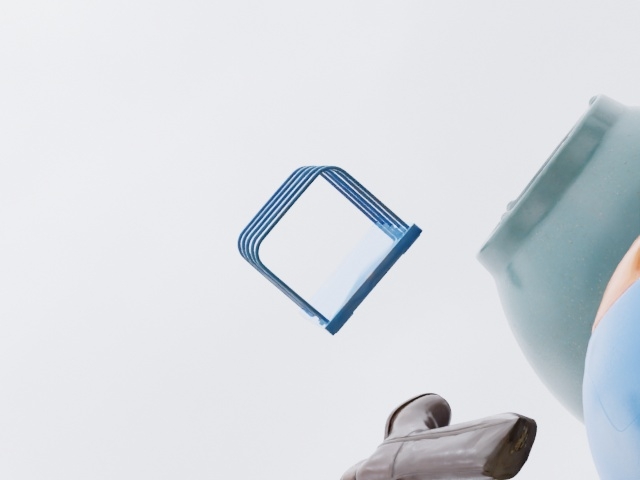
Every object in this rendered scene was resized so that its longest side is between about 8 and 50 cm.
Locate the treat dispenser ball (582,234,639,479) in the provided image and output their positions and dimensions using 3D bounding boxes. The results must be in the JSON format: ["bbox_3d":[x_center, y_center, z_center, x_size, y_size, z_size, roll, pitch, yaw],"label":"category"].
[{"bbox_3d":[0.295,0.089,1.015,0.288,0.288,0.288,-19,-56,-29],"label":"treat dispenser ball"}]

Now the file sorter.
[{"bbox_3d":[0.000,0.000,1.578,0.104,0.170,0.118,42,-94,-7],"label":"file sorter"}]

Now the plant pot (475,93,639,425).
[{"bbox_3d":[0.254,0.002,1.469,0.293,0.196,0.293,-52,-3,-3],"label":"plant pot"}]

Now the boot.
[{"bbox_3d":[0.077,0.103,0.943,0.037,0.114,0.106,57,-137,-10],"label":"boot"}]
